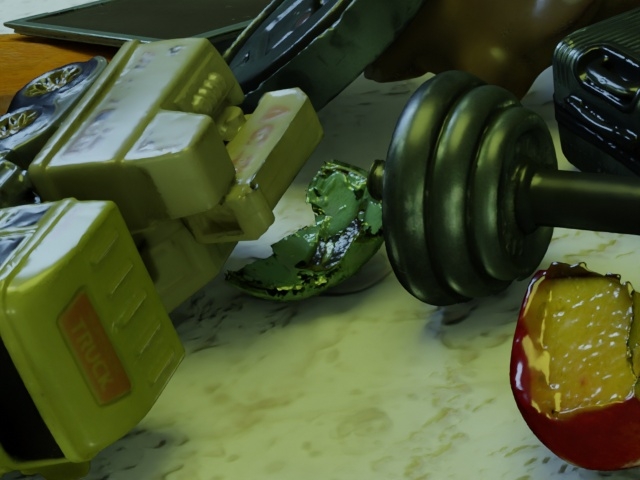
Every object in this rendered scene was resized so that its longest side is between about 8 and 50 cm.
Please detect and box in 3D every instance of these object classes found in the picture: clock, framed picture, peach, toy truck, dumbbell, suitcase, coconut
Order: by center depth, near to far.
[{"bbox_3d":[0.185,0.087,1.062,0.151,0.151,0.118,28,91,48],"label":"peach"},{"bbox_3d":[0.217,-0.025,1.174,0.406,0.179,0.179,7,34,30],"label":"dumbbell"},{"bbox_3d":[-0.163,0.000,1.228,0.254,0.180,0.405,-11,27,28],"label":"toy truck"},{"bbox_3d":[-0.001,0.004,1.318,0.158,0.055,0.133,-41,34,-26],"label":"coconut"},{"bbox_3d":[0.355,-0.126,1.360,0.312,0.128,0.202,-20,31,-17],"label":"suitcase"},{"bbox_3d":[-0.004,-0.187,1.527,0.280,0.055,0.280,-40,17,15],"label":"clock"},{"bbox_3d":[-0.146,-0.233,1.762,0.232,0.019,0.296,12,22,33],"label":"framed picture"}]

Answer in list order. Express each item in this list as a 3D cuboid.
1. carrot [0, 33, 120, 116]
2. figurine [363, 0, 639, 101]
[{"bbox_3d":[-0.319,-0.132,1.647,0.307,0.100,0.258,-11,27,-17],"label":"carrot"},{"bbox_3d":[0.195,-0.198,1.515,0.177,0.247,0.173,38,14,24],"label":"figurine"}]
